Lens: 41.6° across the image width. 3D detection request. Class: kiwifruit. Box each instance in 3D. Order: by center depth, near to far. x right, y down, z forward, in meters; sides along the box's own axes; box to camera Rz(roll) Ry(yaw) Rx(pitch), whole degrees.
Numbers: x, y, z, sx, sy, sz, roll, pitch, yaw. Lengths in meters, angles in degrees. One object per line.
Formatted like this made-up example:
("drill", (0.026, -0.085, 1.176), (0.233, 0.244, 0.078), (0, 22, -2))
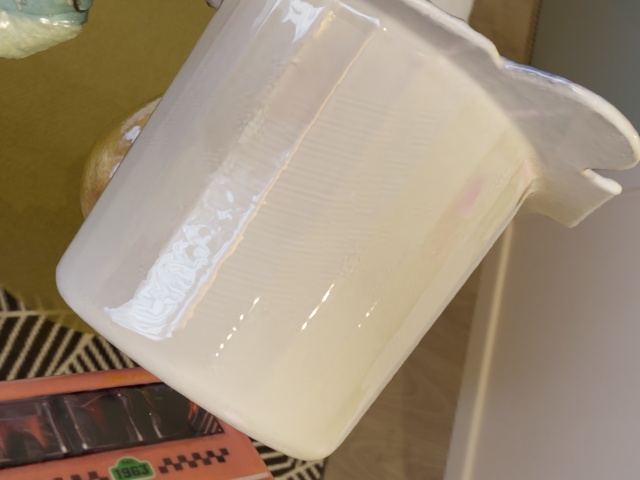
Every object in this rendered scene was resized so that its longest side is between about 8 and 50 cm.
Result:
("kiwifruit", (-0.131, -0.059, 0.852), (0.234, 0.196, 0.196), (-35, 103, -35))

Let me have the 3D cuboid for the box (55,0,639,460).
("box", (0.000, 0.000, 0.455), (0.262, 0.291, 0.206), (38, 84, -40))

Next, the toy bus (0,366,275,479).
("toy bus", (-0.249, 0.222, 0.600), (0.426, 0.203, 0.233), (0, 43, -40))

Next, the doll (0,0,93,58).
("doll", (-0.121, -0.161, 0.348), (0.103, 0.214, 0.071), (28, 30, -6))
